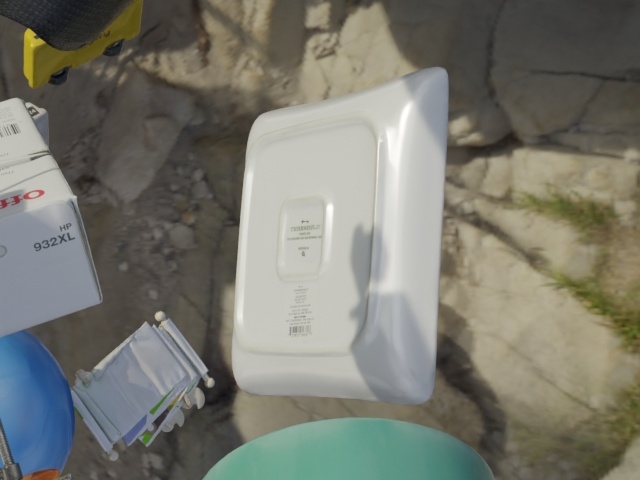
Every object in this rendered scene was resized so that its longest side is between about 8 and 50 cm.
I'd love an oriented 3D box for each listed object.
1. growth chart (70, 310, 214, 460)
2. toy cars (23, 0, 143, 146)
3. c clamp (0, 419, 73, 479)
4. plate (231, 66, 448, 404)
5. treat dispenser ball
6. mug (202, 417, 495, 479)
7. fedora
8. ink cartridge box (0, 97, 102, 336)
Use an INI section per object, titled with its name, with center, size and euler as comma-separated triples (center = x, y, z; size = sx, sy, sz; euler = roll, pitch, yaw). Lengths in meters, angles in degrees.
[growth chart]
center = -0.265, 0.218, 1.806
size = 0.237, 0.021, 0.172
euler = -38, 106, -42
[toy cars]
center = -0.397, -0.207, 1.627
size = 0.087, 0.176, 0.394
euler = 42, 96, 19
[c clamp]
center = -0.326, 0.183, 1.159
size = 0.137, 0.022, 0.161
euler = -26, 82, 4
[plate]
center = 0.000, 0.000, 1.067
size = 0.045, 0.277, 0.278
euler = 9, 81, -37
[treat dispenser ball]
center = -0.462, 0.235, 1.560
size = 0.288, 0.288, 0.288
euler = 1, 88, -21
[mug]
center = 0.003, 0.153, 0.488
size = 0.129, 0.157, 0.097
euler = 33, 36, -33
[fedora]
center = -0.273, -0.299, 1.239
size = 0.334, 0.334, 0.152
euler = 32, 107, -17
[ink cartridge box]
center = -0.378, -0.017, 1.272
size = 0.223, 0.307, 0.129
euler = -19, 120, -15
